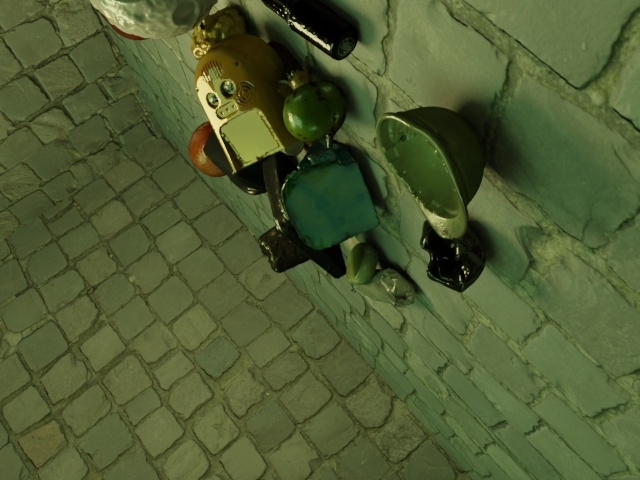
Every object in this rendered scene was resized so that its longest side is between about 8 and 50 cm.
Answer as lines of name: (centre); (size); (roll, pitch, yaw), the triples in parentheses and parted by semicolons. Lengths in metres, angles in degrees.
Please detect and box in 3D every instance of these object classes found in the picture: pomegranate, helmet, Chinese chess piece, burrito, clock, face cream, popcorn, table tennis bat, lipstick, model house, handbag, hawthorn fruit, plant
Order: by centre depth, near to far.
helmet: (0.227, -0.144, 0.984); (0.257, 0.137, 0.204); (57, 167, 8)
lipstick: (-0.043, -0.476, 1.142); (0.300, 0.081, 0.081); (45, 165, 26)
helmet: (0.307, 0.023, 1.232); (0.153, 0.107, 0.176); (-153, 48, -66)
pomegranate: (-0.024, -0.329, 1.329); (0.156, 0.156, 0.220); (71, 174, -53)
clock: (-0.188, -0.370, 1.438); (0.244, 0.200, 0.317); (-19, 112, 32)
table tennis bat: (-0.073, -0.405, 1.525); (0.200, 0.038, 0.310); (35, 155, 50)
popcorn: (-0.279, -0.560, 1.532); (0.170, 0.180, 0.180); (19, -167, -43)
model house: (0.007, -0.156, 1.561); (0.241, 0.226, 0.261); (-105, -8, -53)
face cream: (-0.143, -0.340, 1.812); (0.250, 0.077, 0.077); (33, 157, 53)
Chinese chess piece: (0.138, 0.078, 1.838); (0.059, 0.144, 0.144); (18, 178, -20)
burrito: (0.193, 0.155, 1.926); (0.139, 0.101, 0.445); (40, 169, -12)
handbag: (-0.253, -0.267, 1.988); (0.275, 0.177, 0.302); (29, -176, -42)
plant: (-0.089, -0.001, 2.106); (0.198, 0.276, 0.188); (61, 163, 4)
hawthorn fruit: (-0.440, -0.407, 2.344); (0.235, 0.231, 0.262); (43, 124, 19)

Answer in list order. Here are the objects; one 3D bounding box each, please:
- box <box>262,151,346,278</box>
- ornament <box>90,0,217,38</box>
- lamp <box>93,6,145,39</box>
box: (-0.050, -0.078, 1.752); (0.359, 0.091, 0.350); (43, -158, -41)
ornament: (-0.406, -0.663, 1.338); (0.337, 0.337, 0.337); (48, 166, 16)
lamp: (-0.579, -0.781, 1.709); (0.303, 0.257, 0.302); (176, 90, -90)
